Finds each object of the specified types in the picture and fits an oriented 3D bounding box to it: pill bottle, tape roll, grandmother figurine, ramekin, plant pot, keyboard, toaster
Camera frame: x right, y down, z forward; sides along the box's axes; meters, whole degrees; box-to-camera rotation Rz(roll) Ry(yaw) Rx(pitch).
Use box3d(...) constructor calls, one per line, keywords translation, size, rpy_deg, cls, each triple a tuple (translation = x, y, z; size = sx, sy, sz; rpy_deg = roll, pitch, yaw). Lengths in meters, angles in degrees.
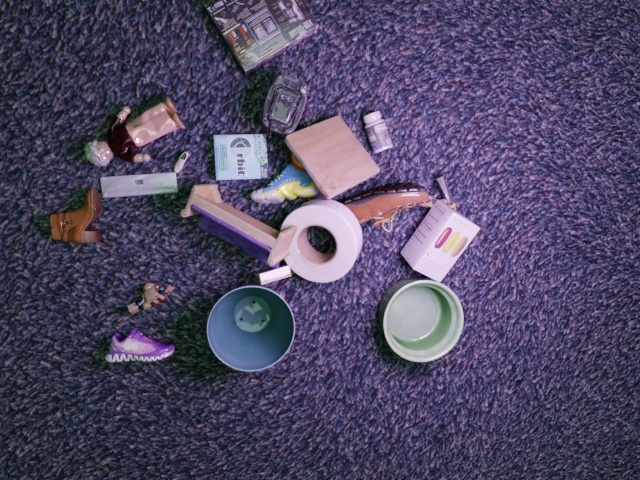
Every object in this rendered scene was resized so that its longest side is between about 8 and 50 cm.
box3d(translation=(0.206, -0.393, 1.614), size=(0.078, 0.078, 0.137), rpy_deg=(-21, 98, -5), cls="pill bottle")
box3d(translation=(0.000, 0.000, 1.559), size=(0.285, 0.100, 0.287), rpy_deg=(6, 112, 16), cls="tape roll")
box3d(translation=(-0.635, -0.349, 1.505), size=(0.342, 0.104, 0.208), rpy_deg=(-27, 71, -1), cls="grandmother figurine")
box3d(translation=(0.363, 0.285, 1.669), size=(0.302, 0.148, 0.304), rpy_deg=(-1, 96, -7), cls="ramekin")
box3d(translation=(-0.241, 0.285, 1.567), size=(0.289, 0.195, 0.291), rpy_deg=(-1, 95, -7), cls="plant pot")
box3d(translation=(-0.635, -0.195, 1.560), size=(0.255, 0.014, 0.072), rpy_deg=(-5, 91, -7), cls="keyboard")
box3d(translation=(-0.129, -0.446, 1.530), size=(0.129, 0.146, 0.227), rpy_deg=(18, 93, -8), cls="toaster")

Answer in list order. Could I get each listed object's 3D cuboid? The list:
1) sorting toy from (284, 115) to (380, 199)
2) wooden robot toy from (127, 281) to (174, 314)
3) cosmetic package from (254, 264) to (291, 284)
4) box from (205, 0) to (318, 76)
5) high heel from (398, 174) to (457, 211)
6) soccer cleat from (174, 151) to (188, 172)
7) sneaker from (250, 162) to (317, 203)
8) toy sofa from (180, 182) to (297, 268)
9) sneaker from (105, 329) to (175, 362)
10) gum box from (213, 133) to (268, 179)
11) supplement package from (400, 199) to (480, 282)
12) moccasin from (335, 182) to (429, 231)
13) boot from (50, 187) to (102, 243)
box3d(translation=(0.032, -0.278, 1.551), size=(0.257, 0.089, 0.256), rpy_deg=(-31, 81, -34), cls="sorting toy")
box3d(translation=(-0.609, 0.189, 1.588), size=(0.173, 0.076, 0.079), rpy_deg=(-34, 64, -3), cls="wooden robot toy")
box3d(translation=(-0.167, 0.121, 1.565), size=(0.115, 0.060, 0.041), rpy_deg=(-15, 95, -23), cls="cosmetic package")
box3d(translation=(-0.196, -0.756, 1.525), size=(0.307, 0.076, 0.243), rpy_deg=(-34, 99, -3), cls="box")
box3d(translation=(0.384, -0.107, 1.668), size=(0.261, 0.093, 0.186), rpy_deg=(-28, 108, 0), cls="high heel")
box3d(translation=(-0.489, -0.275, 1.557), size=(0.029, 0.035, 0.083), rpy_deg=(32, 91, -10), cls="soccer cleat")
box3d(translation=(-0.135, -0.205, 1.598), size=(0.239, 0.091, 0.126), rpy_deg=(-6, 78, -6), cls="sneaker")
box3d(translation=(-0.277, -0.037, 1.490), size=(0.362, 0.150, 0.177), rpy_deg=(29, 106, 8), cls="toy sofa")
box3d(translation=(-0.641, 0.371, 1.580), size=(0.236, 0.095, 0.105), rpy_deg=(0, 88, -6), cls="sneaker")
box3d(translation=(-0.281, -0.295, 1.580), size=(0.184, 0.041, 0.157), rpy_deg=(-3, 96, -6), cls="gum box")
box3d(translation=(0.430, 0.001, 1.616), size=(0.138, 0.134, 0.244), rpy_deg=(25, 108, -23), cls="supplement package")
box3d(translation=(0.197, -0.105, 1.579), size=(0.379, 0.139, 0.147), rpy_deg=(-17, 107, 11), cls="moccasin")
box3d(translation=(-0.836, -0.086, 1.516), size=(0.152, 0.073, 0.197), rpy_deg=(4, 93, -4), cls="boot")
